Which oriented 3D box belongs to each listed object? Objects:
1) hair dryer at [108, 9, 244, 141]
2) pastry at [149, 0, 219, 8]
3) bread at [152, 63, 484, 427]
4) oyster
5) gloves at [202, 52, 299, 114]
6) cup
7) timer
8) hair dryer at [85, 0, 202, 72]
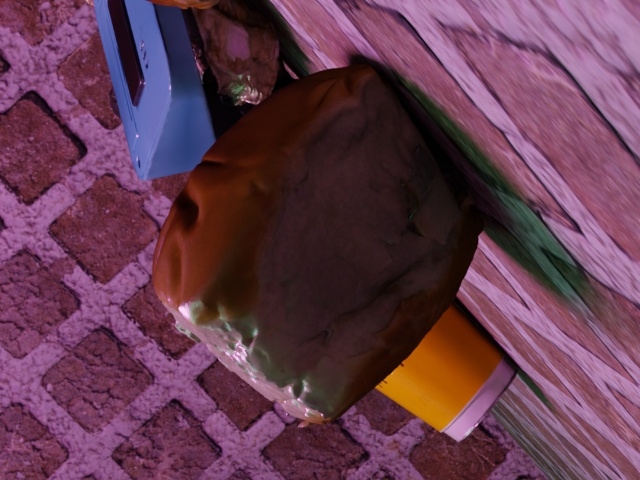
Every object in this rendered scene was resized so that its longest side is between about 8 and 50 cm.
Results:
[{"bbox_3d":[-0.154,-0.212,1.908,0.304,0.120,0.359,13,-142,-41],"label":"hair dryer"},{"bbox_3d":[-0.157,-0.237,1.241,0.192,0.093,0.182,15,180,-20],"label":"pastry"},{"bbox_3d":[0.000,0.000,1.290,0.225,0.250,0.279,41,173,-4],"label":"bread"},{"bbox_3d":[-0.085,-0.205,1.570,0.191,0.081,0.163,145,109,-86],"label":"oyster"},{"bbox_3d":[-0.019,-0.090,1.721,0.285,0.119,0.142,63,179,-10],"label":"gloves"},{"bbox_3d":[0.120,0.137,2.246,0.280,0.196,0.196,41,178,2],"label":"cup"},{"bbox_3d":[-0.150,-0.203,1.604,0.250,0.091,0.232,118,139,-69],"label":"timer"},{"bbox_3d":[-0.193,-0.280,2.167,0.344,0.107,0.189,42,-179,-22],"label":"hair dryer"}]
